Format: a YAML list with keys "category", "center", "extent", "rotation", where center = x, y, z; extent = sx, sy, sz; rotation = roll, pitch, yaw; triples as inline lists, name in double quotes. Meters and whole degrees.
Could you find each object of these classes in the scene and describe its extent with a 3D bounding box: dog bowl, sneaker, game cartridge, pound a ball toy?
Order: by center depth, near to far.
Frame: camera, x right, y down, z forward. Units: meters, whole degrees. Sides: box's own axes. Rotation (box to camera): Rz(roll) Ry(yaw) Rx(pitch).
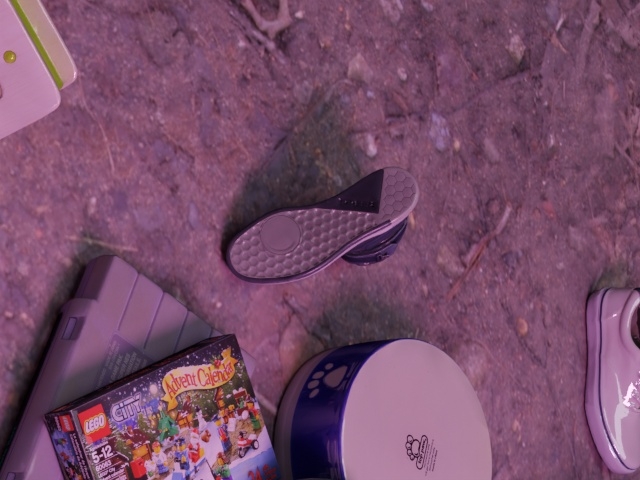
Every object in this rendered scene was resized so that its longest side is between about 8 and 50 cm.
- category: "pound a ball toy"
  center: [-0.362, -0.236, 1.570]
  extent: [0.319, 0.135, 0.208]
  rotation: [62, 9, -16]
- category: "game cartridge"
  center: [-0.202, 0.217, 1.712]
  extent: [0.230, 0.068, 0.355]
  rotation: [37, 55, -30]
- category: "sneaker"
  center: [0.001, 0.001, 1.963]
  extent: [0.226, 0.163, 0.086]
  rotation: [-22, 80, -7]
- category: "dog bowl"
  center: [0.075, 0.244, 1.964]
  extent: [0.265, 0.104, 0.265]
  rotation: [15, 70, -44]
- category: "sneaker"
  center: [0.416, 0.186, 2.352]
  extent: [0.094, 0.091, 0.258]
  rotation: [7, 75, -46]

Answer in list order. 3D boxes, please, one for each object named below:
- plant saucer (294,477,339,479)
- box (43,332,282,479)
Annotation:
- category: "plant saucer"
  center: [-0.041, 0.300, 1.799]
  extent: [0.195, 0.195, 0.037]
  rotation: [16, 33, -44]
- category: "box"
  center: [-0.149, 0.203, 1.697]
  extent: [0.233, 0.044, 0.159]
  rotation: [-24, 99, -47]
